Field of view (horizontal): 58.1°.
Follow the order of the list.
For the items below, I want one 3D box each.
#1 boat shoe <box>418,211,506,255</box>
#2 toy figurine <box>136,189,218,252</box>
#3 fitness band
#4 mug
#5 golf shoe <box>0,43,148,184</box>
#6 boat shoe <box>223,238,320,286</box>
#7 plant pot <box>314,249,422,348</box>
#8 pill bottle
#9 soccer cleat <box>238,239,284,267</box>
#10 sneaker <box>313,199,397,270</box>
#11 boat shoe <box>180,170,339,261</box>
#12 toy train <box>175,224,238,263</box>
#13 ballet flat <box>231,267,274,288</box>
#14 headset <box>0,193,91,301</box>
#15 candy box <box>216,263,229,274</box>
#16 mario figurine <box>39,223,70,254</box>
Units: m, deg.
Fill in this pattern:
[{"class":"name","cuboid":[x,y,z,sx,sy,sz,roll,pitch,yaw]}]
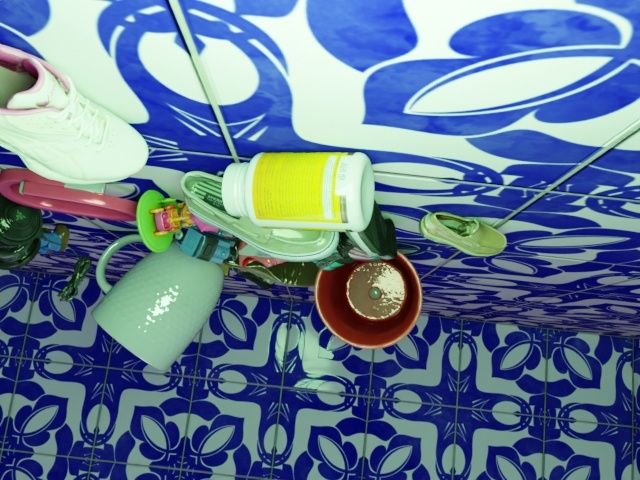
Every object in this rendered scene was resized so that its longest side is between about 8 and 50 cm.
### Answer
[{"class":"boat shoe","cuboid":[0.291,-0.015,1.129,0.190,0.068,0.072,10,157,-17]},{"class":"toy figurine","cuboid":[-0.259,-0.051,1.181,0.159,0.130,0.173,-7,-173,16]},{"class":"fitness band","cuboid":[-0.530,-0.090,1.234,0.291,0.054,0.209,10,169,-11]},{"class":"mug","cuboid":[-0.488,0.139,1.698,0.374,0.328,0.276,38,168,7]},{"class":"golf shoe","cuboid":[-0.325,-0.146,0.693,0.140,0.115,0.306,-7,164,38]},{"class":"boat shoe","cuboid":[-0.144,0.063,1.668,0.302,0.109,0.098,13,174,-4]},{"class":"plant pot","cuboid":[0.138,0.140,1.537,0.275,0.274,0.243,4,178,11]},{"class":"pill bottle","cuboid":[-0.034,-0.074,0.865,0.215,0.117,0.117,3,168,17]},{"class":"soccer cleat","cuboid":[-0.101,0.029,1.478,0.248,0.095,0.083,2,168,25]},{"class":"sneaker","cuboid":[0.039,-0.014,1.144,0.178,0.123,0.295,-7,166,17]},{"class":"boat shoe","cuboid":[-0.115,-0.042,1.017,0.302,0.109,0.094,17,166,14]},{"class":"toy train","cuboid":[-0.289,0.014,1.486,0.105,0.080,0.184,31,-176,35]},{"class":"ballet flat","cuboid":[-0.197,0.108,1.956,0.096,0.095,0.280,-11,163,19]},{"class":"headset","cuboid":[-0.747,0.002,1.370,0.394,0.185,0.243,24,146,-16]},{"class":"candy box","cuboid":[-0.429,0.099,2.131,0.187,0.053,0.109,9,169,-5]},{"class":"mario figurine","cuboid":[-0.870,-0.041,1.604,0.198,0.170,0.320,-44,158,18]}]
